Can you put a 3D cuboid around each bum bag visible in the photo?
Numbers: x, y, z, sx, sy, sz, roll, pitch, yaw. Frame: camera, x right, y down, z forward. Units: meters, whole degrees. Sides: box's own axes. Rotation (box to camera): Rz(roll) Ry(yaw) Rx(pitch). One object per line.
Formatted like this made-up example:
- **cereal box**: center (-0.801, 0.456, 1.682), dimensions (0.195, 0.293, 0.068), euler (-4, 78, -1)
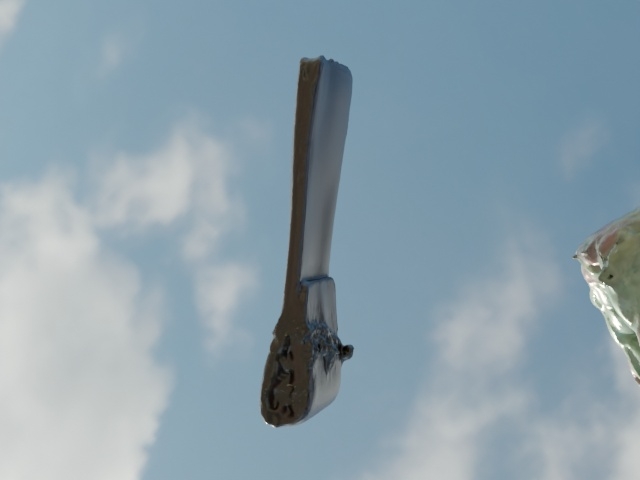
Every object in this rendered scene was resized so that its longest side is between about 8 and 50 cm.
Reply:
- **bum bag**: center (0.000, 0.000, 0.795), dimensions (0.026, 0.109, 0.159), euler (6, -87, 9)

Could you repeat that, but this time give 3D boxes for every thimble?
- **thimble**: center (0.278, 0.047, 1.236), dimensions (0.149, 0.211, 0.185), euler (-30, -145, 2)
